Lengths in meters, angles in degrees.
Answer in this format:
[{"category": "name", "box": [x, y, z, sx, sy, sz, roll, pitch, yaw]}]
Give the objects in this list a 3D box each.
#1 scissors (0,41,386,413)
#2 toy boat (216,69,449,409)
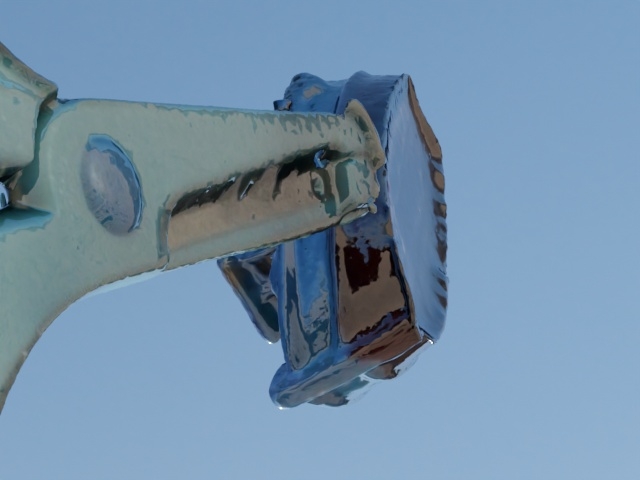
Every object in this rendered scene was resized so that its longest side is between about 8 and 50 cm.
[{"category": "scissors", "box": [-0.075, -0.020, 0.568, 0.393, 0.032, 0.180, -9, -94, -63]}, {"category": "toy boat", "box": [0.000, 0.000, 0.832, 0.100, 0.097, 0.223, 61, -162, -25]}]
